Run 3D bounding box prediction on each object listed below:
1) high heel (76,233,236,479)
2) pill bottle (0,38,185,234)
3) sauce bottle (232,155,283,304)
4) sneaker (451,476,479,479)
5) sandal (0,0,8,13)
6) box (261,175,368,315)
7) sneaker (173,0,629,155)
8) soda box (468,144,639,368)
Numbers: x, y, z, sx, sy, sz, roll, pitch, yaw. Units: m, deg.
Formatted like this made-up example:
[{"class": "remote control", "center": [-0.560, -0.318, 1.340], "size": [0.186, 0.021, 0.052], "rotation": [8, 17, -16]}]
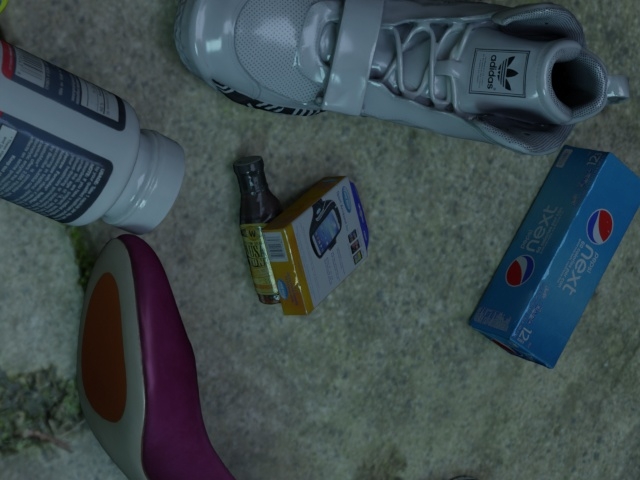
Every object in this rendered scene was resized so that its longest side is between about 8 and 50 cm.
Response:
[{"class": "high heel", "center": [-0.095, 0.161, 1.113], "size": [0.181, 0.127, 0.377], "rotation": [-14, 116, -31]}, {"class": "pill bottle", "center": [-0.198, -0.072, 1.004], "size": [0.180, 0.108, 0.108], "rotation": [25, 86, -33]}, {"class": "sauce bottle", "center": [-0.049, -0.009, 1.148], "size": [0.042, 0.042, 0.128], "rotation": [-24, 109, -26]}, {"class": "sneaker", "center": [0.126, 0.262, 1.309], "size": [0.109, 0.044, 0.040], "rotation": [-11, 103, -32]}, {"class": "sandal", "center": [-0.331, -0.265, 0.885], "size": [0.138, 0.126, 0.317], "rotation": [-42, 110, -14]}, {"class": "box", "center": [0.000, 0.000, 1.162], "size": [0.136, 0.028, 0.081], "rotation": [-43, 124, -54]}, {"class": "sneaker", "center": [0.076, -0.155, 1.096], "size": [0.366, 0.210, 0.137], "rotation": [7, 95, -32]}, {"class": "soda box", "center": [0.235, 0.015, 1.313], "size": [0.071, 0.067, 0.210], "rotation": [35, 81, -32]}]
